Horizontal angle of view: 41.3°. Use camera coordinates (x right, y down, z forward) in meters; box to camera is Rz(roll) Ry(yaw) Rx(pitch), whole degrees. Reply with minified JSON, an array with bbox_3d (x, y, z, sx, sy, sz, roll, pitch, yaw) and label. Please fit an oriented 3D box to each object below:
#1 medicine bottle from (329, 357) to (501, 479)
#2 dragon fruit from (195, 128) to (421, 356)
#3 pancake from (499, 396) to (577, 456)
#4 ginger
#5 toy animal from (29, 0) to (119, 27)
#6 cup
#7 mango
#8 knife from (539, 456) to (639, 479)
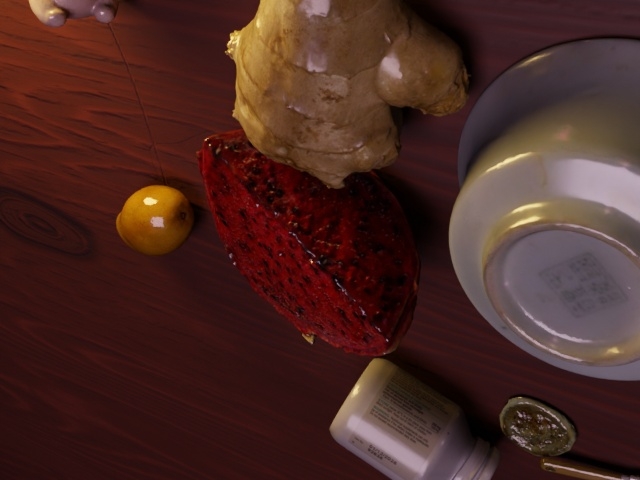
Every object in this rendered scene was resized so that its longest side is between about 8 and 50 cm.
[{"bbox_3d":[0.133,0.270,1.167,0.215,0.135,0.135,32,140,9],"label":"medicine bottle"},{"bbox_3d":[0.000,0.000,1.024,0.317,0.152,0.205,47,151,10],"label":"dragon fruit"},{"bbox_3d":[0.285,0.249,1.122,0.108,0.017,0.108,23,135,25],"label":"pancake"},{"bbox_3d":[0.026,-0.191,0.796,0.236,0.166,0.375,40,157,8],"label":"ginger"},{"bbox_3d":[-0.274,-0.338,0.937,0.124,0.124,0.212,35,144,6],"label":"toy animal"},{"bbox_3d":[0.260,0.003,0.800,0.347,0.163,0.347,22,138,22],"label":"cup"},{"bbox_3d":[-0.247,-0.023,1.236,0.102,0.085,0.184,52,145,-13],"label":"mango"},{"bbox_3d":[0.408,0.313,1.080,0.256,0.022,0.046,6,133,29],"label":"knife"}]
